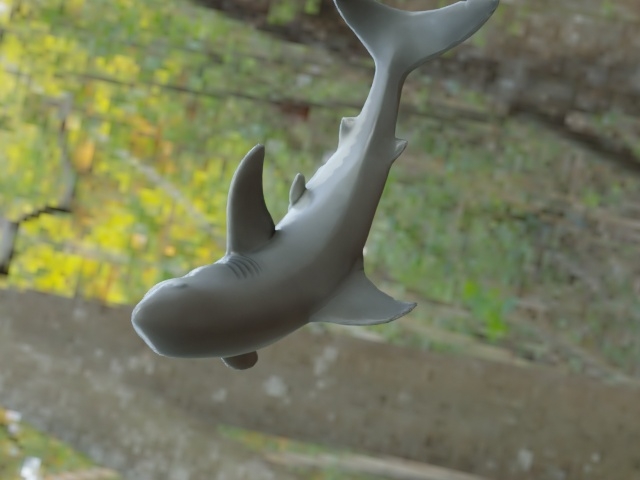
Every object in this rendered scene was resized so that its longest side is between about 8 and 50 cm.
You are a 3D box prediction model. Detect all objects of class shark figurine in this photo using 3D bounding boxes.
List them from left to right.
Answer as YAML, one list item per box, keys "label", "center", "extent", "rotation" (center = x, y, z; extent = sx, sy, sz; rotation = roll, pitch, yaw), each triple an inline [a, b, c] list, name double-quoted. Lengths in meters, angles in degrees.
- label: "shark figurine"
  center: [0.017, -0.008, 1.105]
  extent: [0.278, 0.116, 0.166]
  rotation: [-54, -31, -21]
